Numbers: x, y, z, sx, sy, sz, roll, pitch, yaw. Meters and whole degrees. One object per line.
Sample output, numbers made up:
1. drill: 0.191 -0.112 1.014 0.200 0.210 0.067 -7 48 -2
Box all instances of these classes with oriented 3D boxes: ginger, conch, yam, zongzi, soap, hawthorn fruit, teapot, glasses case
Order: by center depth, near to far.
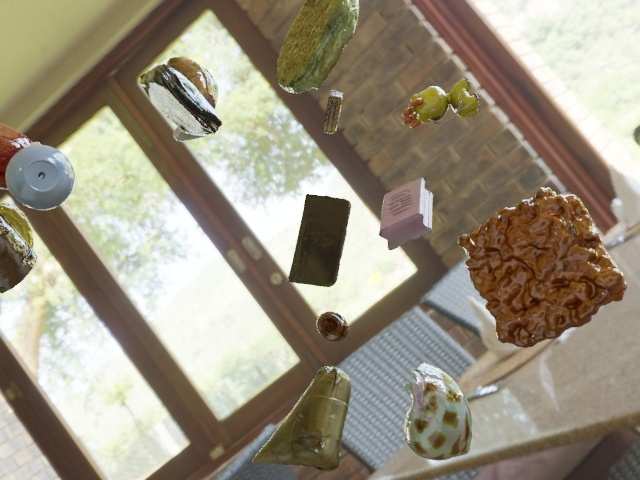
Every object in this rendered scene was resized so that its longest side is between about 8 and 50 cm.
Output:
1. yam: -0.685 -0.029 1.402 0.131 0.279 0.131 -25 32 17
2. soap: 0.212 -0.068 1.767 0.122 0.065 0.203 -25 24 21
3. zongzi: -0.059 0.503 2.032 0.300 0.145 0.274 -13 50 38
4. conch: 0.357 0.534 2.141 0.368 0.197 0.249 69 -143 -54
5. hawthorn fruit: -1.002 -0.257 2.265 0.215 0.250 0.215 -58 16 28
6. ginger: -0.426 -0.506 2.294 0.165 0.321 0.172 -11 -55 -22
7. glasses case: -0.420 -0.382 2.435 0.193 0.049 0.074 -24 -19 -47
8. teapot: 0.041 0.297 2.477 0.098 0.129 0.078 -53 -23 -10

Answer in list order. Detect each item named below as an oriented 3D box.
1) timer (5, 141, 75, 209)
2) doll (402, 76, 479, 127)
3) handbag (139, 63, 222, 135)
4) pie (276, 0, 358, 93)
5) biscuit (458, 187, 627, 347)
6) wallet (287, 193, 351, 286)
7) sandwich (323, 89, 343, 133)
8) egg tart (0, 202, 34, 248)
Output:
1. timer: -0.697 -0.172 1.774 0.175 0.175 0.255 -37 34 -5
2. doll: 0.346 -0.393 2.105 0.221 0.135 0.143 -18 -21 0
3. handbag: -0.331 -0.325 1.666 0.075 0.191 0.332 -48 21 -7
4. pie: -0.007 -0.445 1.553 0.078 0.277 0.277 17 -36 -25
5. biscuit: 0.493 0.061 1.612 0.318 0.312 0.110 -35 -17 37
6. wallet: 0.000 0.000 2.329 0.042 0.165 0.309 60 -141 -70
7. sandwich: 0.032 -0.325 1.817 0.093 0.036 0.105 -76 -3 -71
8. egg tart: -0.933 -0.001 2.061 0.090 0.212 0.212 -6 17 39
